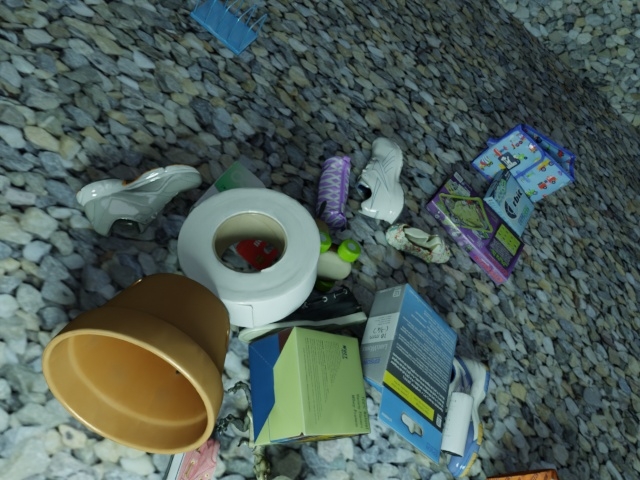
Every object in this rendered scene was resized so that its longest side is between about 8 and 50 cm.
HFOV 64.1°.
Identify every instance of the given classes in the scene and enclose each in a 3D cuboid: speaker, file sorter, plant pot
[{"bbox_3d":[0.314,0.423,1.175,0.055,0.055,0.136,29,63,-17],"label":"speaker"},{"bbox_3d":[-0.254,-0.640,1.446,0.170,0.104,0.118,39,51,-10],"label":"file sorter"},{"bbox_3d":[-0.286,0.194,0.885,0.290,0.291,0.203,36,34,-11],"label":"plant pot"}]

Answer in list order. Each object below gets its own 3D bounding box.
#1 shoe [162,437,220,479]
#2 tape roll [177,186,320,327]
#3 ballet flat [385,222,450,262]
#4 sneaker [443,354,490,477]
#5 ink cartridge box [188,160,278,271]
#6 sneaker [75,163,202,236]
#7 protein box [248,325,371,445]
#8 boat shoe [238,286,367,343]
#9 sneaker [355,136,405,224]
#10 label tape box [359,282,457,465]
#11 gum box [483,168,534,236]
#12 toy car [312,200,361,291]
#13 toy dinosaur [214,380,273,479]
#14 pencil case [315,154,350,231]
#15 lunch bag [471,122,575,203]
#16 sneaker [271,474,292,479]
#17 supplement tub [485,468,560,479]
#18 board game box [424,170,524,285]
[{"bbox_3d":[-0.237,0.430,0.906,0.081,0.063,0.178,24,50,-14],"label":"shoe"},{"bbox_3d":[-0.143,0.029,1.044,0.286,0.100,0.286,3,55,-4],"label":"tape roll"},{"bbox_3d":[0.297,0.008,1.471,0.240,0.077,0.091,15,58,-27],"label":"ballet flat"},{"bbox_3d":[0.328,0.425,1.267,0.130,0.112,0.297,21,52,0],"label":"sneaker"},{"bbox_3d":[-0.171,-0.057,1.221,0.224,0.056,0.181,39,52,-8],"label":"ink cartridge box"},{"bbox_3d":[-0.367,-0.079,1.089,0.262,0.099,0.121,-20,85,-31],"label":"sneaker"},{"bbox_3d":[-0.023,0.298,1.034,0.201,0.136,0.200,20,54,-46],"label":"protein box"},{"bbox_3d":[-0.041,0.152,1.142,0.340,0.127,0.113,-3,67,-36],"label":"boat shoe"},{"bbox_3d":[0.168,-0.189,1.478,0.129,0.111,0.297,9,55,-12],"label":"sneaker"},{"bbox_3d":[0.196,0.306,1.188,0.240,0.105,0.334,44,48,-28],"label":"label tape box"},{"bbox_3d":[0.650,-0.127,1.760,0.184,0.041,0.157,48,57,-17],"label":"gum box"},{"bbox_3d":[0.000,0.000,1.246,0.148,0.155,0.188,17,44,-21],"label":"toy car"},{"bbox_3d":[-0.139,0.341,1.021,0.118,0.064,0.268,27,52,-36],"label":"toy dinosaur"},{"bbox_3d":[0.036,-0.128,1.368,0.086,0.088,0.206,20,55,-25],"label":"pencil case"},{"bbox_3d":[0.698,-0.278,1.788,0.293,0.221,0.138,32,52,-15],"label":"lunch bag"},{"bbox_3d":[-0.110,0.553,0.901,0.235,0.094,0.153,-34,98,-30],"label":"sneaker"},{"bbox_3d":[0.494,0.702,1.140,0.207,0.207,0.338,7,62,-30],"label":"supplement tub"},{"bbox_3d":[0.504,-0.046,1.655,0.347,0.056,0.208,47,46,-3],"label":"board game box"}]
